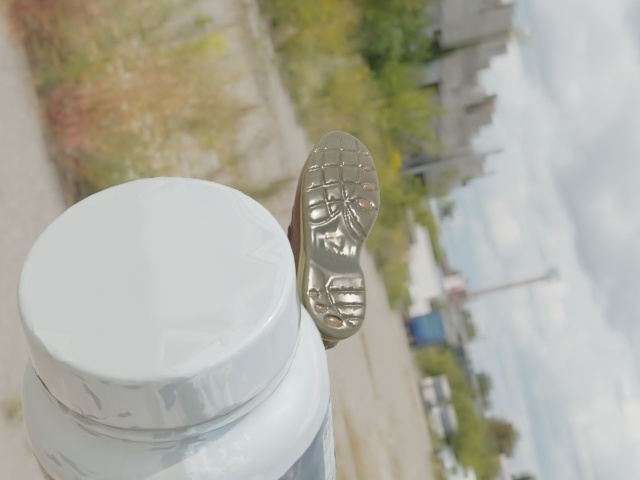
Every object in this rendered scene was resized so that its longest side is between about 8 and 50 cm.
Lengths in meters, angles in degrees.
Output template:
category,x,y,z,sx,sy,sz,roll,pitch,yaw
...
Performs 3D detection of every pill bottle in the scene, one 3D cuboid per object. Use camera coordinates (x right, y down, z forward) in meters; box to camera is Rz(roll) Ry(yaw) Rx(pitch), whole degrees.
category,x,y,z,sx,sy,sz,roll,pitch,yaw
pill bottle,-0.091,0.142,1.102,0.361,0.204,0.204,85,-4,-46

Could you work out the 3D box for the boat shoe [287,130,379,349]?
category,x,y,z,sx,sy,sz,roll,pitch,yaw
boat shoe,0.000,0.000,1.180,0.060,0.064,0.178,-40,-144,50
